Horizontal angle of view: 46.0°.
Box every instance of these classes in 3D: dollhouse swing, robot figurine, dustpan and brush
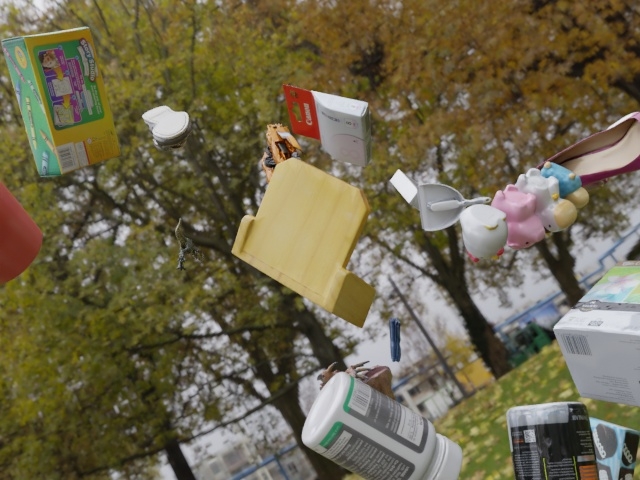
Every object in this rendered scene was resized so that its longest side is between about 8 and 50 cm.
[{"bbox_3d":[0.000,0.000,2.008,0.305,0.346,0.315,-61,-29,-3],"label":"dollhouse swing"},{"bbox_3d":[-0.083,-0.183,2.101,0.085,0.291,0.211,-11,-39,-25],"label":"robot figurine"},{"bbox_3d":[0.406,-0.110,2.271,0.211,0.147,0.060,-9,10,4],"label":"dustpan and brush"}]

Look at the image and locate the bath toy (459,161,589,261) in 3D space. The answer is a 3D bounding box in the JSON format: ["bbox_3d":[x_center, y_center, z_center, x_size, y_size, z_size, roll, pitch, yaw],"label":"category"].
[{"bbox_3d":[0.437,-0.046,1.634,0.348,0.151,0.129,-25,-41,-33],"label":"bath toy"}]

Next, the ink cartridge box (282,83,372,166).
[{"bbox_3d":[0.014,-0.288,1.902,0.189,0.232,0.066,78,-151,-55],"label":"ink cartridge box"}]

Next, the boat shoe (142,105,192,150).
[{"bbox_3d":[-0.415,-0.301,2.105,0.112,0.335,0.096,-29,-62,-12],"label":"boat shoe"}]

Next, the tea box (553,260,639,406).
[{"bbox_3d":[0.802,0.216,1.785,0.323,0.220,0.329,-34,17,-31],"label":"tea box"}]

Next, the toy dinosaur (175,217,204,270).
[{"bbox_3d":[-0.473,0.034,2.632,0.063,0.118,0.268,4,-25,9],"label":"toy dinosaur"}]

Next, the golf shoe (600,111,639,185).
[{"bbox_3d":[0.860,-0.292,2.243,0.115,0.140,0.306,19,-37,-8],"label":"golf shoe"}]

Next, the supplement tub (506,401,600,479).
[{"bbox_3d":[0.589,0.583,1.886,0.207,0.338,0.207,-3,-17,-1],"label":"supplement tub"}]

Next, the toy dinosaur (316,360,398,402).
[{"bbox_3d":[0.139,0.413,2.172,0.127,0.201,0.295,4,17,41],"label":"toy dinosaur"}]

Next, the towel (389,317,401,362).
[{"bbox_3d":[0.212,0.280,2.128,0.029,0.120,0.067,-3,4,0],"label":"towel"}]

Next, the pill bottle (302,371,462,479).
[{"bbox_3d":[0.154,0.495,1.855,0.204,0.361,0.204,-57,7,11],"label":"pill bottle"}]

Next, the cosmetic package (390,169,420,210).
[{"bbox_3d":[0.329,-0.170,2.678,0.098,0.239,0.060,34,-77,-22],"label":"cosmetic package"}]

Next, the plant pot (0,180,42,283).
[{"bbox_3d":[-0.904,-0.027,2.020,0.274,0.275,0.243,-34,-46,6],"label":"plant pot"}]

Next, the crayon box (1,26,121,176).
[{"bbox_3d":[-0.528,-0.287,1.555,0.081,0.279,0.165,1,20,34],"label":"crayon box"}]

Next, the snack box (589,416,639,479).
[{"bbox_3d":[0.755,0.656,2.048,0.060,0.322,0.187,13,-6,-21],"label":"snack box"}]

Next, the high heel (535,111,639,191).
[{"bbox_3d":[0.671,-0.212,1.772,0.181,0.127,0.377,2,-30,-28],"label":"high heel"}]
